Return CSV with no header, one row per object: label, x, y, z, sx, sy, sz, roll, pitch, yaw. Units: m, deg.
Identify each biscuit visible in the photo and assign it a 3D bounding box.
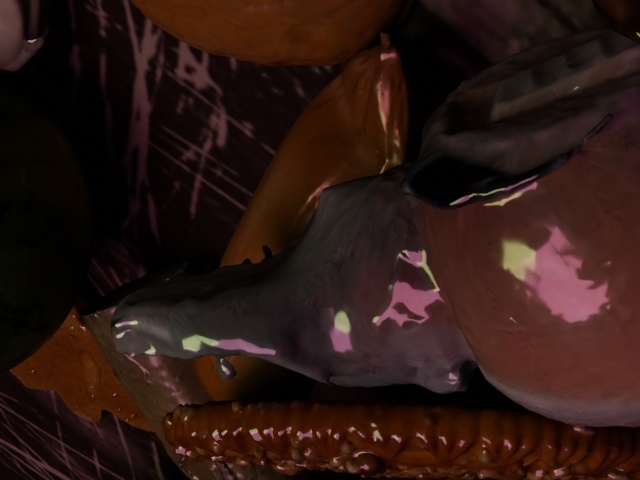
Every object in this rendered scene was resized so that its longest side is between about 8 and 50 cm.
biscuit,-0.194,0.103,0.929,0.226,0.036,0.166,12,130,24
biscuit,0.056,0.126,0.632,0.305,0.038,0.305,3,167,1

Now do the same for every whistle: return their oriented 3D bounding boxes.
whistle,0.068,0.018,0.496,0.348,0.189,0.189,-17,114,18

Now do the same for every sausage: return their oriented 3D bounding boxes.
sausage,0.000,-0.005,0.654,0.112,0.112,0.328,35,135,7

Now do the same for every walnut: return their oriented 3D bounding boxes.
walnut,-0.046,-0.160,0.583,0.211,0.087,0.167,7,130,31

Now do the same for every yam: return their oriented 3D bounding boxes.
yam,-0.079,0.135,0.828,0.106,0.106,0.259,-15,111,41

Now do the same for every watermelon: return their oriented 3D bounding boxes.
watermelon,-0.280,-0.013,0.748,0.242,0.242,0.242,19,132,22

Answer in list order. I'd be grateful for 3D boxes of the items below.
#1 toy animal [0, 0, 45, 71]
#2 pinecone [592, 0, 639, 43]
toy animal,-0.210,-0.229,0.578,0.208,0.154,0.325,25,147,-7
pinecone,0.177,-0.146,0.332,0.243,0.243,0.257,4,135,33
